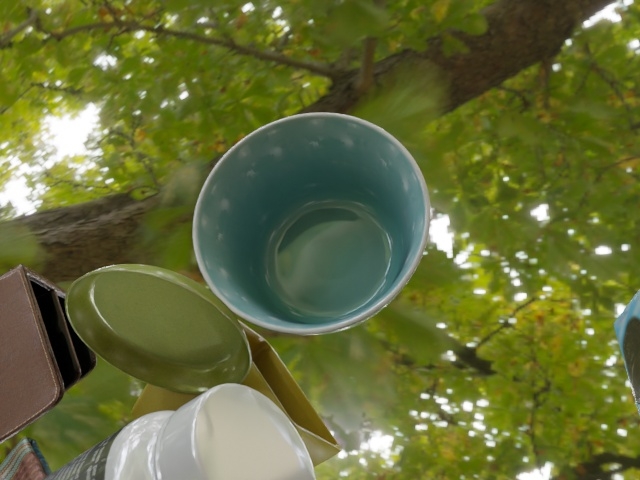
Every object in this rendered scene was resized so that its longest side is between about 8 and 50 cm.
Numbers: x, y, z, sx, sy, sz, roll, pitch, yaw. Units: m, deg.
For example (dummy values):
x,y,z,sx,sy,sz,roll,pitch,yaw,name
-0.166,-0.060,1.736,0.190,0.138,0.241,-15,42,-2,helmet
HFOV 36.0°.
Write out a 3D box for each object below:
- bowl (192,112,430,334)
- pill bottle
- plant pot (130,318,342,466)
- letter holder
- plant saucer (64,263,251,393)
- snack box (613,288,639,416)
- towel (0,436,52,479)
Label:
x,y,z,sx,sy,sz,roll,pitch,yaw,name
0.000,0.000,1.329,0.312,0.163,0.311,-4,-113,10,bowl
-0.152,0.242,0.822,0.161,0.283,0.161,39,-149,-29,pill bottle
-0.129,0.246,1.355,0.187,0.212,0.212,-38,-118,1,plant pot
-0.461,0.209,1.321,0.302,0.152,0.214,-28,-116,5,letter holder
-0.194,0.104,1.211,0.241,0.241,0.037,37,-133,-20,plant saucer
0.373,0.100,0.938,0.060,0.322,0.187,-6,-117,-4,snack box
-0.410,0.408,1.056,0.370,0.271,0.040,-49,-57,-7,towel
